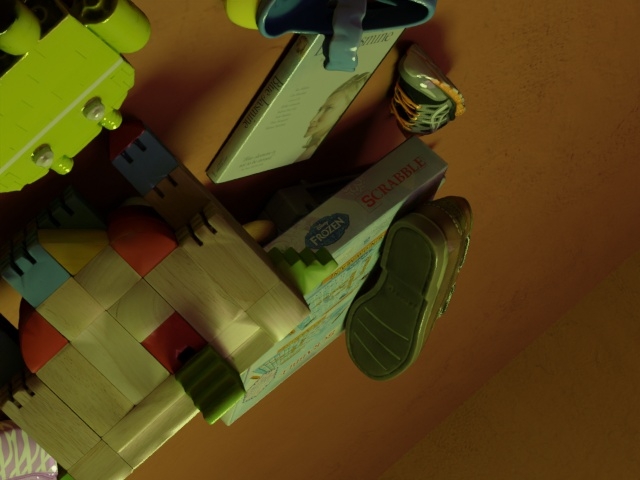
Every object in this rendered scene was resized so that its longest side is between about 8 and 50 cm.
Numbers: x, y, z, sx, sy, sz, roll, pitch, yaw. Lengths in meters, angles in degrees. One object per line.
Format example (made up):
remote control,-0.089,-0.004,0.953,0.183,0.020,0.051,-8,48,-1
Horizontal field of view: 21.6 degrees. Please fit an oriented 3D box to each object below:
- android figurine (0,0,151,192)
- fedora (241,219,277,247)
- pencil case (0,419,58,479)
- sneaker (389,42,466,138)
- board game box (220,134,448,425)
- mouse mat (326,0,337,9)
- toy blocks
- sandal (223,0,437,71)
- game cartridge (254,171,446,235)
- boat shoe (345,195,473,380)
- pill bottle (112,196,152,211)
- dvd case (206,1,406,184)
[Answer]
android figurine,-0.252,-0.122,1.439,0.248,0.056,0.273,-42,160,1
fedora,-0.137,0.030,1.973,0.194,0.079,0.194,-39,161,-16
pencil case,-0.386,0.259,1.993,0.086,0.088,0.206,-46,162,22
sneaker,0.122,-0.171,2.038,0.083,0.084,0.215,-37,163,3
board game box,-0.002,0.053,2.106,0.318,0.066,0.318,-37,162,-31
mouse mat,0.072,-0.315,1.721,0.152,0.007,0.190,-30,158,-30
toy blocks,-0.206,0.063,1.662,0.381,0.261,0.191,-42,-160,3
sandal,0.068,-0.259,1.620,0.317,0.138,0.126,-34,158,-18
game cartridge,0.000,0.000,2.226,0.230,0.068,0.355,-48,161,31
boat shoe,0.123,0.066,2.132,0.104,0.111,0.307,-35,161,-37
pill bottle,-0.201,0.019,1.786,0.184,0.103,0.103,-42,162,2
dvd case,-0.007,-0.167,1.870,0.180,0.022,0.253,-18,152,-50
